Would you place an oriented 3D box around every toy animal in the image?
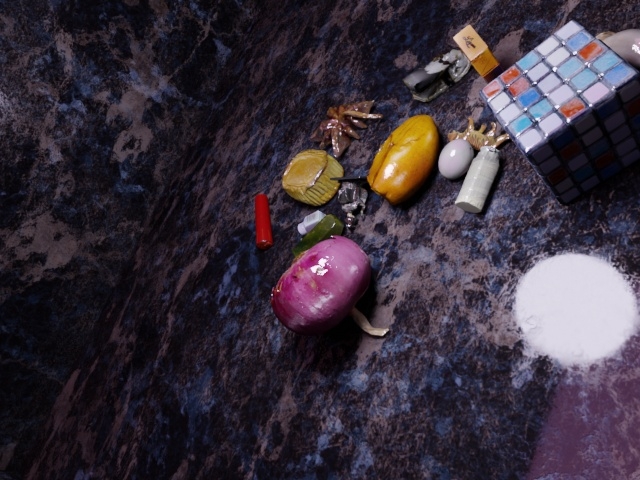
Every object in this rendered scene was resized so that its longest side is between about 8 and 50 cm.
[{"bbox_3d":[0.519,-0.333,1.586,0.241,0.057,0.099,34,98,48],"label":"toy animal"}]

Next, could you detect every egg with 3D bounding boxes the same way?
[{"bbox_3d":[0.435,-0.261,1.577,0.103,0.103,0.135,51,124,48],"label":"egg"}]

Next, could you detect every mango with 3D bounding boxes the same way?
[{"bbox_3d":[0.298,-0.282,1.689,0.199,0.201,0.350,32,80,14],"label":"mango"}]

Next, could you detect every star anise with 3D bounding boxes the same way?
[{"bbox_3d":[0.098,-0.495,2.064,0.292,0.109,0.349,-55,41,11],"label":"star anise"}]

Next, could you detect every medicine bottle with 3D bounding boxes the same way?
[{"bbox_3d":[-0.030,-0.064,1.944,0.118,0.074,0.055,-25,51,34],"label":"medicine bottle"}]

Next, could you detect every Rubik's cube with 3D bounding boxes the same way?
[{"bbox_3d":[0.643,-0.323,1.269,0.287,0.293,0.291,-37,46,23],"label":"Rubik's cube"}]

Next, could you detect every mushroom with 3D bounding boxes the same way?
[{"bbox_3d":[0.849,-0.530,1.350,0.212,0.088,0.097,42,130,55],"label":"mushroom"}]

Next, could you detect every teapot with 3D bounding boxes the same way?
[{"bbox_3d":[0.484,-0.187,1.514,0.200,0.077,0.107,-65,10,-8],"label":"teapot"}]

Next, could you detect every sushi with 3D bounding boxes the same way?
[{"bbox_3d":[0.454,-0.611,1.798,0.273,0.109,0.134,-35,39,4],"label":"sushi"}]

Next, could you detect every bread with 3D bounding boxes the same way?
[{"bbox_3d":[-0.033,-0.261,2.024,0.253,0.142,0.227,25,86,52],"label":"bread"}]

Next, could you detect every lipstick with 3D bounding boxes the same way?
[{"bbox_3d":[-0.257,-0.085,2.190,0.073,0.073,0.279,-32,47,27],"label":"lipstick"}]

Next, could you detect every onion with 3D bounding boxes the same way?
[{"bbox_3d":[0.011,0.171,1.594,0.358,0.358,0.344,-14,99,39],"label":"onion"}]

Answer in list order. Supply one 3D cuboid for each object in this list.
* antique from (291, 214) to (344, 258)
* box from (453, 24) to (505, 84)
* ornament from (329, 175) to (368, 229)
[{"bbox_3d":[0.000,0.000,1.873,0.221,0.080,0.081,-45,43,13],"label":"antique"},{"bbox_3d":[0.533,-0.559,1.566,0.070,0.237,0.152,-38,44,27],"label":"box"},{"bbox_3d":[0.132,-0.138,1.835,0.166,0.153,0.196,5,93,47],"label":"ornament"}]
